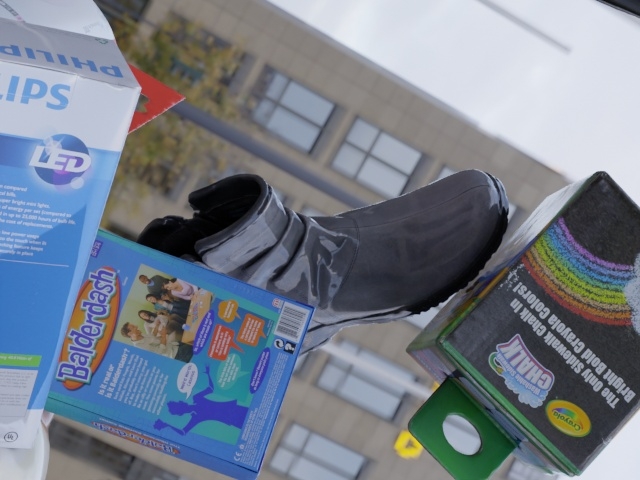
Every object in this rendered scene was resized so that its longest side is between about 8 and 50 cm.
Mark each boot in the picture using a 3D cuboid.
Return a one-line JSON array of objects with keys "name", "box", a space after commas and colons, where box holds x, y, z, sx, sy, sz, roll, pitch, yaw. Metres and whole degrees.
[{"name": "boot", "box": [0.000, 0.000, 1.262, 0.338, 0.222, 0.118, -32, -132, 17]}]

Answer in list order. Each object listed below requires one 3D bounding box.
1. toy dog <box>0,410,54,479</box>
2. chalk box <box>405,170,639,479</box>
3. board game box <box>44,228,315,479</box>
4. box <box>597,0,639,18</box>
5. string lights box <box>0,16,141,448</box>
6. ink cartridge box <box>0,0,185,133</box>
[{"name": "toy dog", "box": [-0.440, 0.169, 1.124, 0.395, 0.407, 0.285, 92, 15, -69]}, {"name": "chalk box", "box": [0.207, 0.105, 1.231, 0.289, 0.180, 0.179, -45, 179, -8]}, {"name": "board game box", "box": [-0.128, 0.098, 1.115, 0.047, 0.210, 0.160, 115, -5, -66]}, {"name": "box", "box": [0.166, -0.219, 0.420, 0.184, 0.103, 0.261, -39, 142, -28]}, {"name": "string lights box", "box": [-0.212, -0.002, 0.781, 0.077, 0.133, 0.260, 55, -50, 53]}, {"name": "ink cartridge box", "box": [-0.248, -0.195, 1.231, 0.066, 0.232, 0.189, -66, 175, 23]}]
